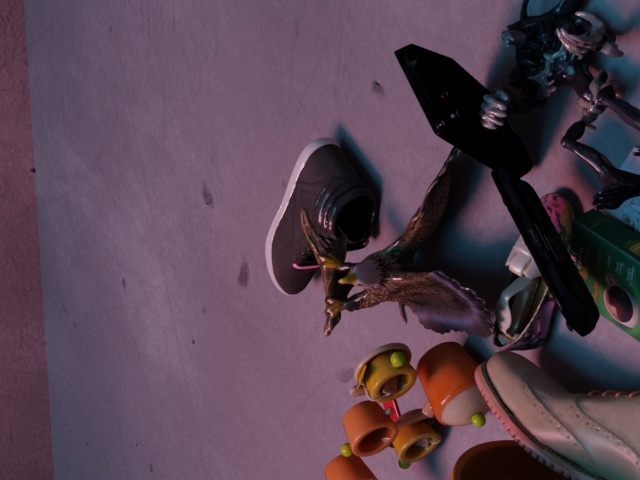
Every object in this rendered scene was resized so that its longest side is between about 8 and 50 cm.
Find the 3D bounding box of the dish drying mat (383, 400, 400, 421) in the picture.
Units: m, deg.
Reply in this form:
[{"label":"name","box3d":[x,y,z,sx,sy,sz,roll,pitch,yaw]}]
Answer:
[{"label":"dish drying mat","box3d":[0.109,0.257,1.583,0.032,0.008,0.083,-25,81,56]}]

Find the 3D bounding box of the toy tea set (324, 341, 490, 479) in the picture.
[{"label":"toy tea set","box3d":[0.125,0.283,1.396,0.124,0.200,0.336,58,144,39]}]

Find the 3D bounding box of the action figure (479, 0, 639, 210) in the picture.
[{"label":"action figure","box3d":[0.262,-0.173,1.059,0.164,0.140,0.276,-54,53,31]}]

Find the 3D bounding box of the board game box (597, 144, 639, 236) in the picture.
[{"label":"board game box","box3d":[0.357,-0.043,1.081,0.090,0.020,0.090,53,141,28]}]

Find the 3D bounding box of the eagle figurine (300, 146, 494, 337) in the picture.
[{"label":"eagle figurine","box3d":[0.115,0.032,1.333,0.298,0.225,0.226,-23,114,36]}]

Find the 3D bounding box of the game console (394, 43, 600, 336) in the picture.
[{"label":"game console","box3d":[0.207,-0.059,1.104,0.044,0.213,0.361,-34,62,23]}]

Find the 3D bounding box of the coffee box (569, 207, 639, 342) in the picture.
[{"label":"coffee box","box3d":[0.352,0.053,1.086,0.184,0.040,0.113,40,149,43]}]

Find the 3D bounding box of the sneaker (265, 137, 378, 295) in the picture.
[{"label":"sneaker","box3d":[0.000,0.000,1.556,0.147,0.104,0.296,51,136,40]}]

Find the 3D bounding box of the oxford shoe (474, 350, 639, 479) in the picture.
[{"label":"oxford shoe","box3d":[0.347,0.220,1.128,0.397,0.140,0.147,36,110,39]}]

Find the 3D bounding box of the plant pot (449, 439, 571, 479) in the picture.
[{"label":"plant pot","box3d":[0.258,0.395,1.120,0.291,0.290,0.204,37,118,44]}]

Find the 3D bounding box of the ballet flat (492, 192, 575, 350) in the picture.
[{"label":"ballet flat","box3d":[0.257,0.049,1.214,0.077,0.079,0.222,39,132,41]}]
